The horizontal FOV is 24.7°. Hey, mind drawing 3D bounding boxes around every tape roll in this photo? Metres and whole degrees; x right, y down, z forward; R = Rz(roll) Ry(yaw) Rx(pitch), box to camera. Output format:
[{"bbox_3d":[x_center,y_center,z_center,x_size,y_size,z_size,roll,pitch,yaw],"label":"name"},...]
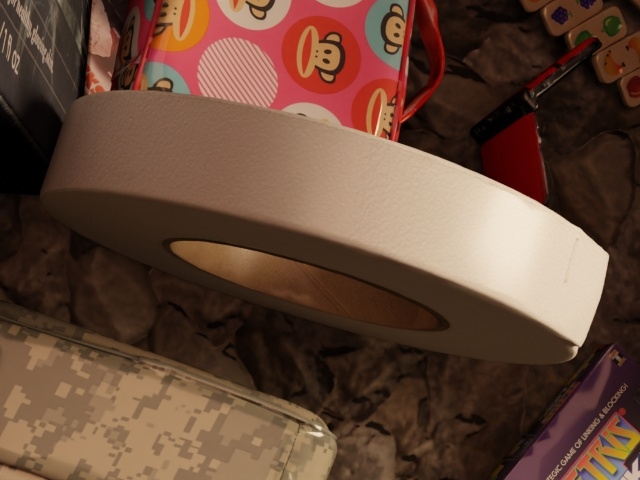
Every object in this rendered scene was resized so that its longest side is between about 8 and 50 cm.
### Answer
[{"bbox_3d":[0.000,0.000,1.016,0.392,0.392,0.072,18,80,-7],"label":"tape roll"}]

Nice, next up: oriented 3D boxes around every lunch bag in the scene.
[{"bbox_3d":[-0.170,0.205,1.048,0.305,0.212,0.256,21,79,-6],"label":"lunch bag"},{"bbox_3d":[-0.022,-0.177,1.167,0.258,0.120,0.293,14,79,-17],"label":"lunch bag"}]

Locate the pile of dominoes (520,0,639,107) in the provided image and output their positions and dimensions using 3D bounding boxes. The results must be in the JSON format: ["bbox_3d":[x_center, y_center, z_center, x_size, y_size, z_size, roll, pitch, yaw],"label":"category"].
[{"bbox_3d":[0.260,-0.245,1.237,0.251,0.040,0.196,40,78,-19],"label":"pile of dominoes"}]

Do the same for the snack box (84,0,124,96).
[{"bbox_3d":[-0.208,-0.190,1.192,0.064,0.022,0.178,-33,89,-11],"label":"snack box"}]

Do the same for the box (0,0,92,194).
[{"bbox_3d":[-0.309,-0.303,0.944,0.297,0.480,0.472,2,82,-2],"label":"box"}]

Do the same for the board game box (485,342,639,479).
[{"bbox_3d":[0.236,0.193,1.204,0.141,0.048,0.170,42,78,-3],"label":"board game box"}]

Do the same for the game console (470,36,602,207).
[{"bbox_3d":[0.181,-0.084,1.183,0.124,0.144,0.085,-38,91,-13],"label":"game console"}]
